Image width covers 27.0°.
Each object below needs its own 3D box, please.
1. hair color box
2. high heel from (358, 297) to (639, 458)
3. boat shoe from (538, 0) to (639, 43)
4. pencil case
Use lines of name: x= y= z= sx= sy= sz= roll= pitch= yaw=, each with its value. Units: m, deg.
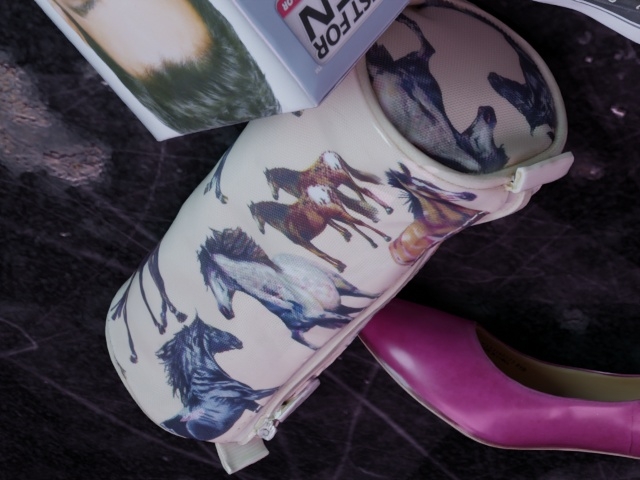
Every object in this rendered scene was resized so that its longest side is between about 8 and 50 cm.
hair color box: x=-0.132 y=-0.233 z=0.719 sx=0.374 sy=0.113 sz=0.185 roll=49 pitch=154 yaw=-22
high heel: x=0.215 y=0.096 z=1.058 sx=0.377 sy=0.127 sz=0.181 roll=29 pitch=106 yaw=-4
boat shoe: x=0.153 y=-0.155 z=0.755 sx=0.142 sy=0.049 sz=0.040 roll=20 pitch=149 yaw=-17
pencil case: x=0.000 y=0.000 z=0.948 sx=0.183 sy=0.160 sz=0.410 roll=52 pitch=135 yaw=8
